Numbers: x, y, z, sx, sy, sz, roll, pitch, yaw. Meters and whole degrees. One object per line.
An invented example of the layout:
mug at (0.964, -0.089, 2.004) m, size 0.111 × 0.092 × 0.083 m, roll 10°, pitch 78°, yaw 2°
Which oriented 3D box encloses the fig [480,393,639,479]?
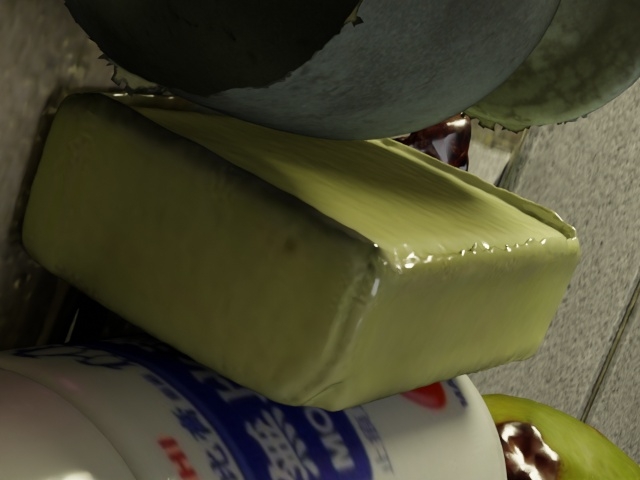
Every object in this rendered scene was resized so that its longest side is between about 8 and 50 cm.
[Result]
fig at (0.089, 0.168, 0.764) m, size 0.203 × 0.203 × 0.225 m, roll -50°, pitch 158°, yaw -31°

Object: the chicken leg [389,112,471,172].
chicken leg at (0.011, 0.038, 0.676) m, size 0.205 × 0.053 × 0.093 m, roll -57°, pitch 169°, yaw -9°

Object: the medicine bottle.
medicine bottle at (-0.066, 0.093, 0.471) m, size 0.341 × 0.130 × 0.130 m, roll -3°, pitch 115°, yaw -62°

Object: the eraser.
eraser at (0.000, 0.000, 0.532) m, size 0.172 × 0.117 × 0.058 m, roll -4°, pitch 121°, yaw -63°

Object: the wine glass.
wine glass at (0.025, -0.090, 0.493) m, size 0.241 × 0.126 × 0.126 m, roll -10°, pitch 122°, yaw -63°
